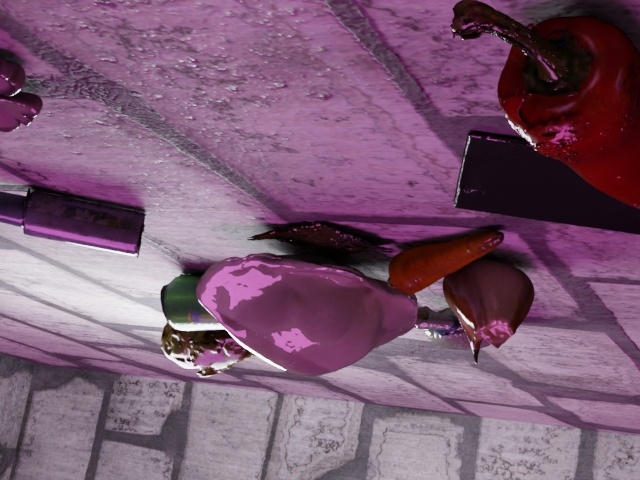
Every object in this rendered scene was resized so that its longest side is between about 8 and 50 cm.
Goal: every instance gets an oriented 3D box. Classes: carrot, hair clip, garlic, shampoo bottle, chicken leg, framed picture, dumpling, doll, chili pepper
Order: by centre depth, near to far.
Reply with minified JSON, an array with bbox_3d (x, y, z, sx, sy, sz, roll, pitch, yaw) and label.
[{"bbox_3d":[0.228,-0.093,0.909,0.110,0.110,0.387,0,164,36],"label":"chili pepper"},{"bbox_3d":[-0.386,-0.166,1.109,0.172,0.069,0.300,9,176,8],"label":"hair clip"},{"bbox_3d":[0.308,-0.049,1.223,0.323,0.013,0.244,8,166,5],"label":"framed picture"},{"bbox_3d":[0.167,0.019,1.531,0.061,0.061,0.256,17,155,-26],"label":"carrot"},{"bbox_3d":[0.236,0.081,1.601,0.115,0.128,0.207,-34,169,-4],"label":"garlic"},{"bbox_3d":[-0.361,-0.029,1.653,0.214,0.072,0.072,12,166,-7],"label":"shampoo bottle"},{"bbox_3d":[-0.003,0.097,1.735,0.260,0.181,0.341,-24,119,32],"label":"dumpling"},{"bbox_3d":[0.240,0.148,1.930,0.214,0.072,0.103,14,167,-32],"label":"doll"},{"bbox_3d":[-0.132,0.183,2.225,0.360,0.140,0.211,-2,-174,4],"label":"chicken leg"}]

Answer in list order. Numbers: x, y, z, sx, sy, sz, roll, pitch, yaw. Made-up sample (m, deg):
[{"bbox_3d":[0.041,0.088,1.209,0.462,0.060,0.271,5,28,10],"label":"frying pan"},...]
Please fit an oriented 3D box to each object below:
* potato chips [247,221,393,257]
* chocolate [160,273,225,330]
[{"bbox_3d":[0.000,0.000,1.610,0.209,0.026,0.142,9,164,2],"label":"potato chips"},{"bbox_3d":[-0.133,0.107,1.983,0.291,0.110,0.110,-2,162,34],"label":"chocolate"}]
